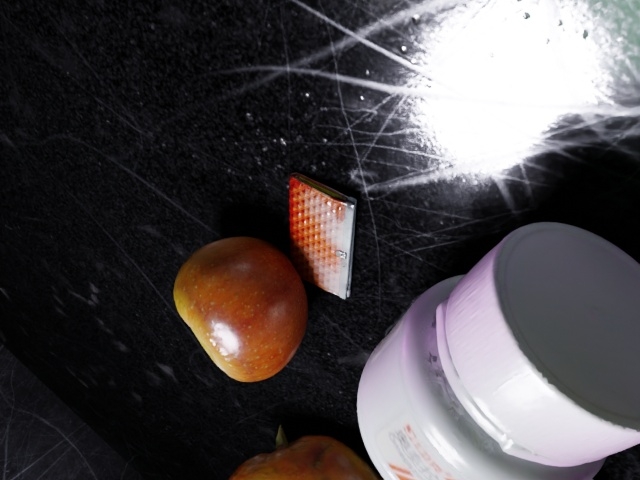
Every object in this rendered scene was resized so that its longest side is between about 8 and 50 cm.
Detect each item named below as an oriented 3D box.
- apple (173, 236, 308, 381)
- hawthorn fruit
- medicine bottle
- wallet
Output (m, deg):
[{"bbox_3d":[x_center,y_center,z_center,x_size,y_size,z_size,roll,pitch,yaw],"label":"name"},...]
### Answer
[{"bbox_3d":[-0.113,0.101,0.802,0.210,0.173,0.235,48,160,13],"label":"apple"},{"bbox_3d":[-0.023,0.572,1.063,0.402,0.403,0.403,21,138,20],"label":"hawthorn fruit"},{"bbox_3d":[0.191,0.146,0.557,0.241,0.241,0.302,33,141,6],"label":"medicine bottle"},{"bbox_3d":[0.000,0.000,0.738,0.103,0.020,0.196,27,142,22],"label":"wallet"}]
